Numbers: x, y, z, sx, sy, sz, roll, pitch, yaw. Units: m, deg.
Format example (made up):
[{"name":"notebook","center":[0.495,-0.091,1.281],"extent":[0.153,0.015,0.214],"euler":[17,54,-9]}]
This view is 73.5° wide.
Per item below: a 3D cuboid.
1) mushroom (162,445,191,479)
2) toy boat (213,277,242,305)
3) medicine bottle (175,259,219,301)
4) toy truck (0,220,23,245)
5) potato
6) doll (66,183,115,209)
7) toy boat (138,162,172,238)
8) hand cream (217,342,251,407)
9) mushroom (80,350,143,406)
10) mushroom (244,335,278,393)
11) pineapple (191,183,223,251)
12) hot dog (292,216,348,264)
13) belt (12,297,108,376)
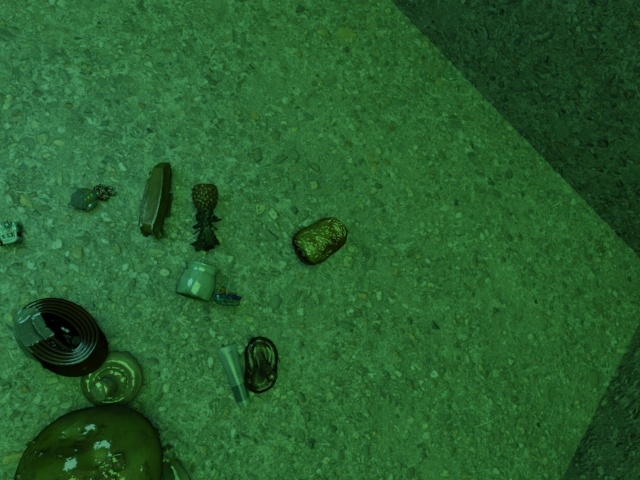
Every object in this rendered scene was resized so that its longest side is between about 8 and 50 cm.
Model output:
[{"name":"mushroom","center":[-0.547,0.885,1.595],"extent":[0.116,0.093,0.225],"euler":[-16,90,2]},{"name":"toy boat","center":[-0.380,0.206,1.727],"extent":[0.091,0.175,0.110],"euler":[9,84,19]},{"name":"medicine bottle","center":[-0.490,0.161,1.715],"extent":[0.147,0.147,0.143],"euler":[20,72,-13]},{"name":"toy truck","center":[-1.191,-0.002,1.566],"extent":[0.178,0.080,0.115],"euler":[-16,90,-18]},{"name":"potato","center":[-0.745,0.714,1.409],"extent":[0.442,0.385,0.319],"euler":[5,79,-11]},{"name":"doll","center":[-0.906,-0.173,1.690],"extent":[0.180,0.079,0.094],"euler":[-29,89,-31]},{"name":"toy boat","center":[-0.653,-0.164,1.737],"extent":[0.089,0.121,0.321],"euler":[3,77,8]},{"name":"hand cream","center":[-0.345,0.548,1.743],"extent":[0.079,0.048,0.255],"euler":[-16,83,-27]},{"name":"mushroom","center":[-0.761,0.499,1.551],"extent":[0.206,0.209,0.206],"euler":[0,59,0]},{"name":"mushroom","center":[-0.216,0.497,1.697],"extent":[0.148,0.217,0.227],"euler":[-5,82,-24]},{"name":"pineapple","center":[-0.484,-0.094,1.783],"extent":[0.130,0.119,0.277],"euler":[0,82,-36]},{"name":"hot dog","center":[-0.003,0.002,1.914],"extent":[0.259,0.114,0.175],"euler":[-29,85,-22]},{"name":"belt","center":[-0.913,0.338,1.508],"extent":[0.339,0.122,0.217],"euler":[28,54,15]}]
